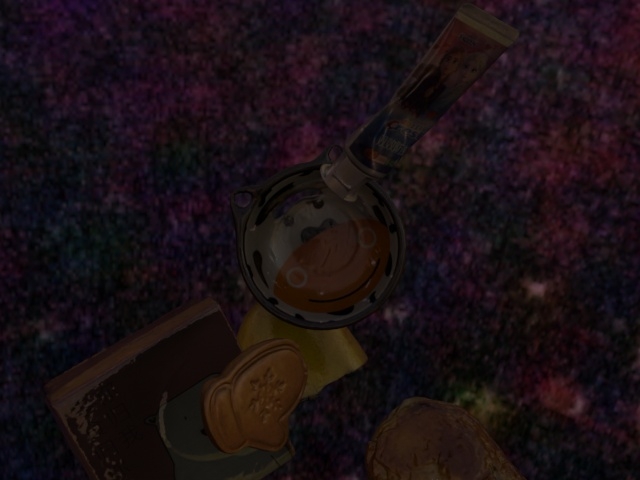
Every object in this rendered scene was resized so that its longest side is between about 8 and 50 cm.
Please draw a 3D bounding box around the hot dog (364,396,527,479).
[{"bbox_3d":[0.161,0.314,1.403,0.175,0.114,0.259,-33,64,5],"label":"hot dog"}]

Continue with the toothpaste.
[{"bbox_3d":[0.103,-0.150,1.303,0.096,0.266,0.061,17,37,-43],"label":"toothpaste"}]

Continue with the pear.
[{"bbox_3d":[-0.062,0.182,2.059,0.267,0.267,0.178,-22,94,-29],"label":"pear"}]

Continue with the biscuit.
[{"bbox_3d":[-0.059,0.164,1.187,0.023,0.118,0.140,6,36,43],"label":"biscuit"}]

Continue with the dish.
[{"bbox_3d":[0.000,0.000,1.929,0.303,0.303,0.120,9,6,1],"label":"dish"}]

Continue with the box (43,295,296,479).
[{"bbox_3d":[-0.169,0.201,1.300,0.215,0.215,0.086,-32,20,-17],"label":"box"}]
